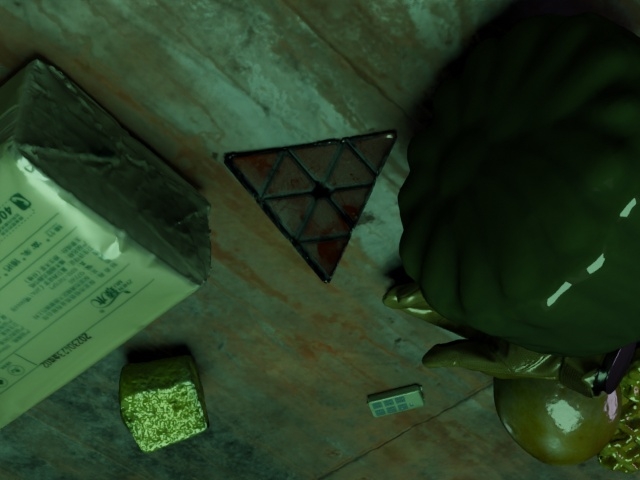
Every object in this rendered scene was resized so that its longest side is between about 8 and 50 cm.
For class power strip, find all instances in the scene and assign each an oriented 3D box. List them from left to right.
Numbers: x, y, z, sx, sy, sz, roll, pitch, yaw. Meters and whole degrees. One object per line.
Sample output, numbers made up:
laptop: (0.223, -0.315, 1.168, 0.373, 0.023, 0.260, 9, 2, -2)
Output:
power strip: (0.116, 0.246, 1.616, 0.090, 0.016, 0.040, -15, 132, 9)

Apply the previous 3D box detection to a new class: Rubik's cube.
Rubik's cube: (0.000, 0.000, 1.302, 0.211, 0.190, 0.178, -5, 151, 5)

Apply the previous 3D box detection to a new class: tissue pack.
tissue pack: (-0.351, 0.021, 1.229, 0.380, 0.207, 0.297, -33, 126, 22)

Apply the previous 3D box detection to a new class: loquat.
loquat: (0.337, 0.216, 1.506, 0.179, 0.179, 0.227, -13, 125, 6)

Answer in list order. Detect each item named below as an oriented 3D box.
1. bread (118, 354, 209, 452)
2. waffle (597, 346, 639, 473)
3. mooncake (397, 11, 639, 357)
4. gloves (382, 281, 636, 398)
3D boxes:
bread: (-0.224, 0.225, 1.500, 0.114, 0.111, 0.129, -13, 118, 1)
waffle: (0.564, 0.256, 1.631, 0.302, 0.068, 0.325, -1, 128, -2)
mooncake: (0.239, -0.061, 1.111, 0.194, 0.356, 0.356, 25, 126, -35)
gloves: (0.243, 0.107, 1.391, 0.331, 0.141, 0.154, 18, 139, 26)
